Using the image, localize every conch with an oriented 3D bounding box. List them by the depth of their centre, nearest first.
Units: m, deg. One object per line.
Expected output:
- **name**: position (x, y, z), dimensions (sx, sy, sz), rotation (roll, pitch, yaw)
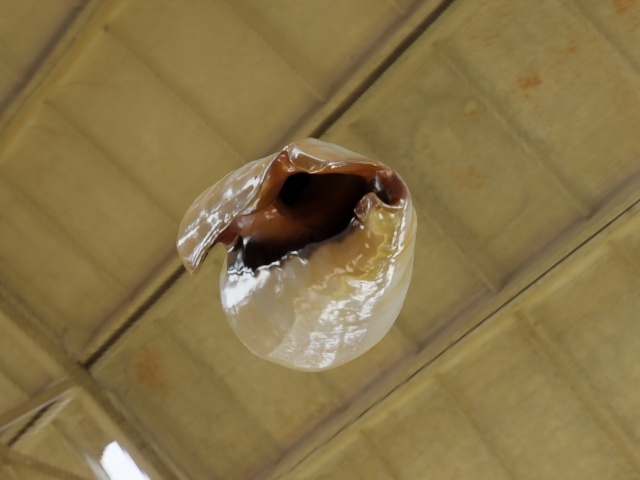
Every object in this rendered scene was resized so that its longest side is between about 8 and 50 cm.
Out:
- **conch**: position (0.006, -0.008, 0.726), dimensions (0.158, 0.127, 0.255), rotation (39, -30, -4)
